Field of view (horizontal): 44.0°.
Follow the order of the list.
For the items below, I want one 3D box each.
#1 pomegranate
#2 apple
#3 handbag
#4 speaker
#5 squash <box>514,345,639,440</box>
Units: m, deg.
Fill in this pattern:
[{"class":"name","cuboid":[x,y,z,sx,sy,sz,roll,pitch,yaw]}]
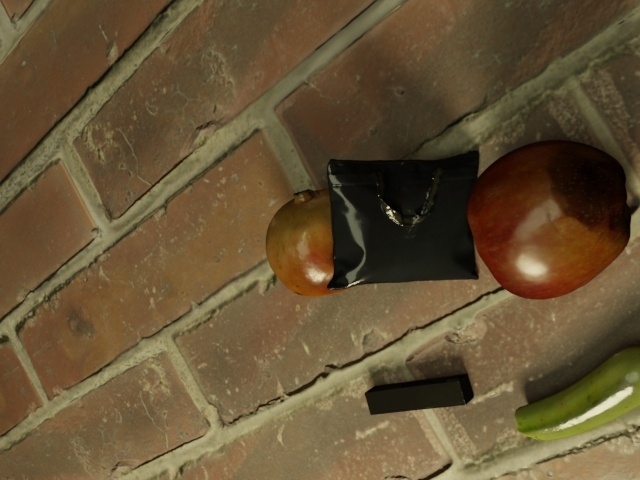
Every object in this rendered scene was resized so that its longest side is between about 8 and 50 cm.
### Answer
[{"class":"pomegranate","cuboid":[0.000,0.002,1.339,0.191,0.191,0.191,9,107,31]},{"class":"apple","cuboid":[0.321,-0.033,1.094,0.230,0.230,0.230,9,107,31]},{"class":"handbag","cuboid":[0.133,-0.032,1.236,0.088,0.254,0.211,-141,50,-73]},{"class":"speaker","cuboid":[0.169,0.268,1.376,0.191,0.040,0.046,-16,92,35]},{"class":"squash","cuboid":[0.409,0.236,1.193,0.250,0.083,0.083,-41,79,37]}]
